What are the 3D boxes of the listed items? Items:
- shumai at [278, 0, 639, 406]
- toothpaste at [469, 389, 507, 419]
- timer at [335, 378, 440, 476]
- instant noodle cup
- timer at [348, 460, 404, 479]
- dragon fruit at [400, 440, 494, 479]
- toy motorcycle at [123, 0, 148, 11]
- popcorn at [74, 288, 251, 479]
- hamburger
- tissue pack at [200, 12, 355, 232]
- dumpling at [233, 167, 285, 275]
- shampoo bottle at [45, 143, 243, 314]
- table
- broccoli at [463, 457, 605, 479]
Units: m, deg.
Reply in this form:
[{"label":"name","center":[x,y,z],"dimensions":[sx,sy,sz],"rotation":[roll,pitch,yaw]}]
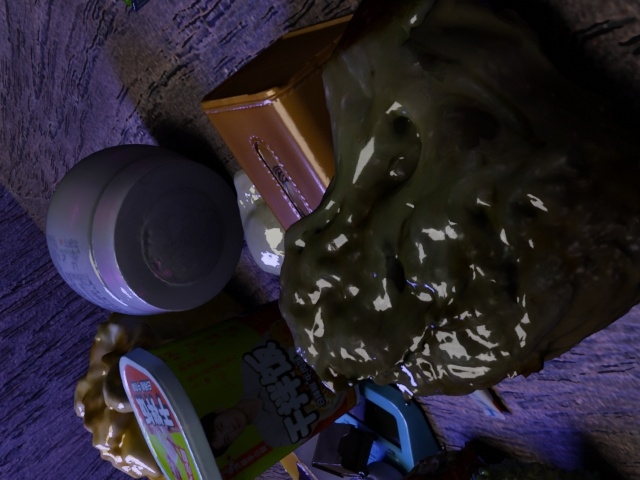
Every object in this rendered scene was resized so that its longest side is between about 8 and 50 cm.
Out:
[{"label":"shumai","center":[0.086,-0.050,0.710],"dimensions":[0.346,0.217,0.283],"rotation":[-10,116,34]},{"label":"toothpaste","center":[0.179,0.163,1.209],"dimensions":[0.190,0.031,0.048],"rotation":[52,157,-17]},{"label":"timer","center":[0.097,0.328,1.584],"dimensions":[0.232,0.091,0.250],"rotation":[24,145,49]},{"label":"instant noodle cup","center":[-0.120,0.241,1.497],"dimensions":[0.294,0.307,0.294],"rotation":[44,148,37]},{"label":"timer","center":[0.121,0.479,1.560],"dimensions":[0.208,0.069,0.191],"rotation":[54,148,14]},{"label":"dragon fruit","center":[0.202,0.477,1.334],"dimensions":[0.343,0.277,0.277],"rotation":[65,160,6]},{"label":"toy motorcycle","center":[-0.248,-0.361,1.111],"dimensions":[0.100,0.058,0.173],"rotation":[37,159,10]},{"label":"popcorn","center":[-0.283,0.282,1.802],"dimensions":[0.344,0.390,0.354],"rotation":[-11,99,43]},{"label":"hamburger","center":[0.032,0.440,1.819],"dimensions":[0.295,0.151,0.227],"rotation":[50,162,14]},{"label":"tissue pack","center":[0.031,-0.069,0.940],"dimensions":[0.275,0.145,0.194],"rotation":[56,157,-20]},{"label":"dumpling","center":[0.000,0.000,1.155],"dimensions":[0.179,0.131,0.252],"rotation":[13,151,37]},{"label":"shampoo bottle","center":[-0.280,-0.017,1.472],"dimensions":[0.266,0.273,0.273],"rotation":[6,134,48]},{"label":"table","center":[0.043,0.345,1.531],"dimensions":[0.070,0.083,0.082],"rotation":[28,159,-28]},{"label":"broccoli","center":[0.245,0.424,1.060],"dimensions":[0.353,0.397,0.275],"rotation":[38,133,37]}]
